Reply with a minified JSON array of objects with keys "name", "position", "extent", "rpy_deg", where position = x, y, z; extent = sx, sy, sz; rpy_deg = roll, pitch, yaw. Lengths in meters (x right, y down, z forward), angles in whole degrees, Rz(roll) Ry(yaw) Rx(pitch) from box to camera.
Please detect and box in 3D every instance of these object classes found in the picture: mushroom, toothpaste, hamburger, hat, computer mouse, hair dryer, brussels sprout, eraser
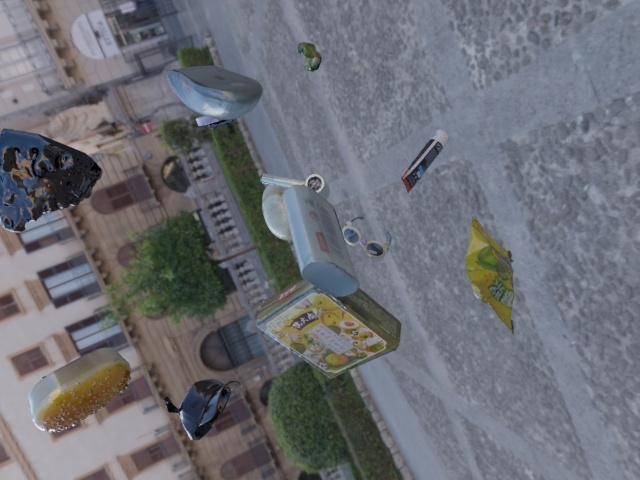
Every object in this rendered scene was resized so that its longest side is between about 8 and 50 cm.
[{"name":"mushroom","position":[-0.099,-0.131,1.825],"extent":[0.254,0.235,0.260],"rpy_deg":[38,-148,-74]},{"name":"toothpaste","position":[0.288,-0.225,1.318],"extent":[0.045,0.193,0.071],"rpy_deg":[29,167,39]},{"name":"hamburger","position":[-0.735,0.460,1.466],"extent":[0.151,0.295,0.227],"rpy_deg":[52,147,18]},{"name":"hat","position":[-0.477,0.624,1.899],"extent":[0.209,0.238,0.336],"rpy_deg":[39,126,9]},{"name":"computer mouse","position":[-0.315,-0.439,1.409],"extent":[0.371,0.188,0.121],"rpy_deg":[37,133,38]},{"name":"hair dryer","position":[-0.090,-0.193,1.555],"extent":[0.131,0.237,0.073],"rpy_deg":[36,-111,-80]},{"name":"brussels sprout","position":[-0.025,-0.462,1.188],"extent":[0.046,0.051,0.083],"rpy_deg":[64,-177,21]},{"name":"eraser","position":[0.000,0.000,1.071],"extent":[0.174,0.081,0.226],"rpy_deg":[38,-153,-46]}]

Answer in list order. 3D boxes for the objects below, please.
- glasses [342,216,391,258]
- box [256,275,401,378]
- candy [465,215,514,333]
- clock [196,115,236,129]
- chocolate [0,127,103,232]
[{"name":"glasses","position":[0.185,-0.012,1.836],"extent":[0.190,0.088,0.220],"rpy_deg":[30,-163,8]},{"name":"box","position":[0.032,0.314,1.787],"extent":[0.420,0.373,0.138],"rpy_deg":[40,-142,-19]},{"name":"candy","position":[0.458,0.083,1.270],"extent":[0.187,0.081,0.297],"rpy_deg":[41,-141,-18]},{"name":"clock","position":[-0.390,-0.480,1.863],"extent":[0.172,0.198,0.064],"rpy_deg":[-102,-6,-68]},{"name":"chocolate","position":[-0.583,-0.094,0.978],"extent":[0.224,0.206,0.176],"rpy_deg":[-4,71,44]}]
